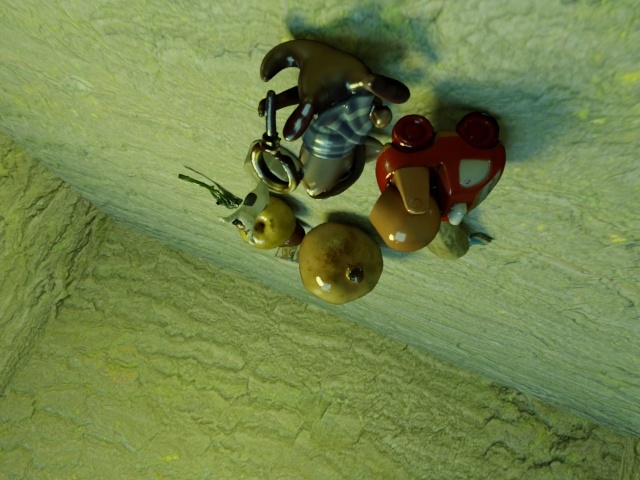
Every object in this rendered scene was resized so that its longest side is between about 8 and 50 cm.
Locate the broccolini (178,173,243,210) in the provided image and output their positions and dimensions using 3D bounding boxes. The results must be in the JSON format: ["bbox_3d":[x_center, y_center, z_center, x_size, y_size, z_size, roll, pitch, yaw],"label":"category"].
[{"bbox_3d":[-0.454,-0.198,1.779,0.271,0.062,0.123,28,148,-26],"label":"broccolini"}]

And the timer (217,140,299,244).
[{"bbox_3d":[-0.182,-0.132,1.280,0.175,0.266,0.175,22,162,8],"label":"timer"}]

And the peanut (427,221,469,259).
[{"bbox_3d":[0.322,-0.026,1.172,0.123,0.123,0.257,4,156,47],"label":"peanut"}]

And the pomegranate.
[{"bbox_3d":[0.067,0.079,1.519,0.319,0.319,0.319,22,162,8],"label":"pomegranate"}]

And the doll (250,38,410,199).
[{"bbox_3d":[0.005,-0.221,0.879,0.318,0.209,0.340,14,157,10],"label":"doll"}]

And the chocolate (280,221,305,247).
[{"bbox_3d":[-0.126,-0.029,1.745,0.133,0.124,0.127,-13,162,17],"label":"chocolate"}]

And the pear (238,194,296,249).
[{"bbox_3d":[-0.192,-0.065,1.601,0.209,0.209,0.209,22,162,8],"label":"pear"}]

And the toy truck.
[{"bbox_3d":[0.222,-0.096,0.837,0.265,0.239,0.189,-3,159,2],"label":"toy truck"}]

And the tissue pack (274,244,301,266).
[{"bbox_3d":[-0.113,0.051,1.947,0.155,0.115,0.065,12,157,31],"label":"tissue pack"}]

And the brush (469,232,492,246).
[{"bbox_3d":[0.437,0.010,1.281,0.051,0.014,0.164,27,163,-4],"label":"brush"}]
